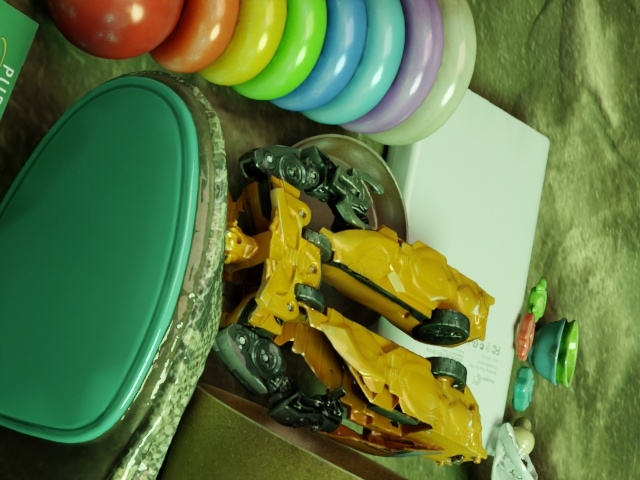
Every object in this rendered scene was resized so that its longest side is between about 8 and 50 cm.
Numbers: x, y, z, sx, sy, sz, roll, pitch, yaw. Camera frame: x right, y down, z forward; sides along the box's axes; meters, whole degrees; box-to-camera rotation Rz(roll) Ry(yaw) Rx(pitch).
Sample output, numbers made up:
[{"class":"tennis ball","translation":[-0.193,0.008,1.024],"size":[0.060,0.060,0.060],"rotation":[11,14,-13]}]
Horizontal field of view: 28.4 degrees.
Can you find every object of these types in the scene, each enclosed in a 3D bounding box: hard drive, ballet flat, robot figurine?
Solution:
[{"class":"hard drive","translation":[0.118,0.026,1.135],"size":[0.203,0.040,0.308],"rotation":[22,75,-46]},{"class":"ballet flat","translation":[-0.163,0.140,0.773],"size":[0.483,0.164,0.182],"rotation":[-70,157,-11]},{"class":"robot figurine","translation":[0.018,0.058,0.928],"size":[0.291,0.085,0.211],"rotation":[30,54,-37]}]

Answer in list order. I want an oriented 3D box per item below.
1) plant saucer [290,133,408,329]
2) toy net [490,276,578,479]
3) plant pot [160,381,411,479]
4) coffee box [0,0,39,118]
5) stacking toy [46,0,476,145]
[{"class":"plant saucer","translation":[0.000,0.000,1.001],"size":[0.168,0.029,0.168],"rotation":[-3,95,-40]},{"class":"toy net","translation":[0.200,0.153,1.184],"size":[0.122,0.045,0.232],"rotation":[78,27,-49]},{"class":"plant pot","translation":[-0.038,0.261,0.860],"size":[0.237,0.237,0.254],"rotation":[32,82,-43]},{"class":"coffee box","translation":[-0.258,-0.119,0.718],"size":[0.184,0.040,0.113],"rotation":[31,70,-43]},{"class":"stacking toy","translation":[-0.044,-0.158,0.900],"size":[0.330,0.141,0.141],"rotation":[7,86,-42]}]
